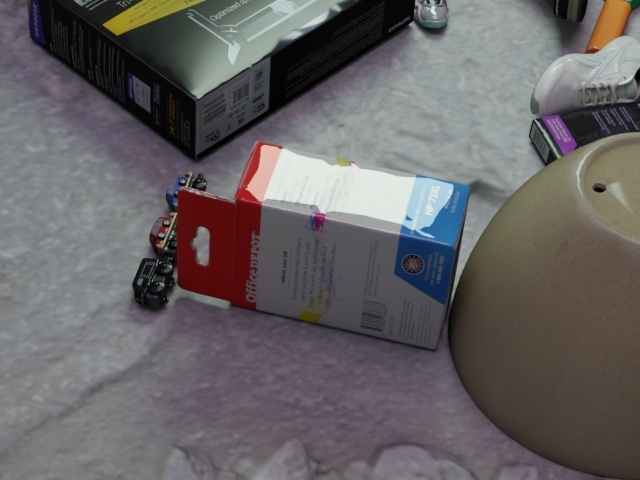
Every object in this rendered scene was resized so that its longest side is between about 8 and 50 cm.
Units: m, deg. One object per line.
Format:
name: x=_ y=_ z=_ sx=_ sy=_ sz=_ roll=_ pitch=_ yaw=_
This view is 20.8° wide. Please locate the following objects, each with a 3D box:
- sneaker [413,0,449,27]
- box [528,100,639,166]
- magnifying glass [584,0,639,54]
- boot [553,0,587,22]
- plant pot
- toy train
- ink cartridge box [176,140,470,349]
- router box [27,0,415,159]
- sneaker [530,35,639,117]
sneaker: x=0.111 y=-0.267 z=1.771 sx=0.038 sy=0.069 sz=0.098 roll=-4 pitch=47 yaw=-8
box: x=0.293 y=-0.081 z=1.637 sx=0.162 sy=0.029 sz=0.116 roll=-10 pitch=48 yaw=-16
magnifying glass: x=0.314 y=-0.258 z=1.811 sx=0.092 sy=0.026 sz=0.231 roll=17 pitch=48 yaw=11
boot: x=0.190 y=-0.308 z=1.810 sx=0.179 sy=0.085 sz=0.236 roll=3 pitch=42 yaw=2
plant pot: x=0.255 y=0.025 z=1.422 sx=0.284 sy=0.191 sz=0.284 roll=2 pitch=47 yaw=-2
toy train: x=-0.132 y=-0.003 z=1.529 sx=0.036 sy=0.027 sz=0.158 roll=5 pitch=46 yaw=15
ink cartridge box: x=0.000 y=0.000 z=1.461 sx=0.231 sy=0.134 sz=0.078 roll=13 pitch=48 yaw=6
router box: x=-0.094 y=-0.236 z=1.714 sx=0.243 sy=0.081 sz=0.309 roll=37 pitch=54 yaw=27
sneaker: x=0.269 y=-0.153 z=1.681 sx=0.152 sy=0.053 sz=0.061 roll=-25 pitch=44 yaw=-25
